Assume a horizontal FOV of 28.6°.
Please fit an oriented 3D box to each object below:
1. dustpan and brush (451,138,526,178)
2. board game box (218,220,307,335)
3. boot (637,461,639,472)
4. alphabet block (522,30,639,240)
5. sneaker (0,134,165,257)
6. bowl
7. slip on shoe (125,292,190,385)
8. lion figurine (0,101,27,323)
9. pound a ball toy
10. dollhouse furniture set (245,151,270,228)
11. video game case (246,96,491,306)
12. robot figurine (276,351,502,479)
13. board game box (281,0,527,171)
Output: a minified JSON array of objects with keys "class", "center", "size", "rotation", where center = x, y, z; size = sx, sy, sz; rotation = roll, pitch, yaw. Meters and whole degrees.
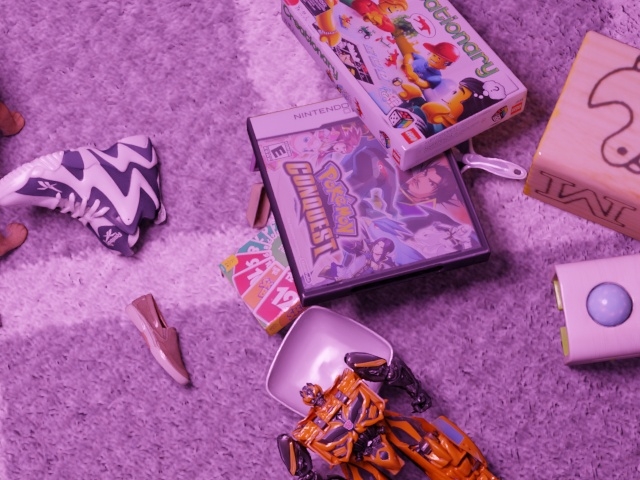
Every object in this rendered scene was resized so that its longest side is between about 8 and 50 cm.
[{"class":"dustpan and brush","center":[0.175,-0.115,1.690],"size":[0.211,0.060,0.147],"rotation":[19,81,8]},{"class":"board game box","center":[0.000,0.000,1.663],"size":[0.259,0.039,0.124],"rotation":[-37,59,-4]},{"class":"boot","center":[0.525,0.327,1.569],"size":[0.258,0.095,0.123],"rotation":[39,91,17]},{"class":"alphabet block","center":[0.390,-0.126,1.611],"size":[0.197,0.193,0.192],"rotation":[22,79,8]},{"class":"sneaker","center":[-0.308,-0.042,1.667],"size":[0.235,0.094,0.153],"rotation":[-18,85,-40]},{"class":"bowl","center":[0.013,0.170,1.648],"size":[0.142,0.053,0.142],"rotation":[28,83,9]},{"class":"slip on shoe","center":[-0.209,0.131,1.676],"size":[0.041,0.051,0.135],"rotation":[-36,70,-1]},{"class":"lion figurine","center":[-0.475,-0.094,1.644],"size":[0.142,0.240,0.392],"rotation":[-11,78,2]},{"class":"pound a ball toy","center":[0.468,0.112,1.585],"size":[0.319,0.136,0.208],"rotation":[-7,78,3]},{"class":"dollhouse furniture set","center":[-0.043,-0.065,1.697],"size":[0.081,0.091,0.114],"rotation":[24,110,30]},{"class":"video game case","center":[0.058,-0.068,1.618],"size":[0.248,0.035,0.275],"rotation":[-14,64,-10]},{"class":"robot figurine","center":[0.091,0.276,1.572],"size":[0.291,0.085,0.211],"rotation":[40,83,-10]},{"class":"board game box","center":[0.106,-0.249,1.668],"size":[0.193,0.053,0.305],"rotation":[-27,62,-17]}]
